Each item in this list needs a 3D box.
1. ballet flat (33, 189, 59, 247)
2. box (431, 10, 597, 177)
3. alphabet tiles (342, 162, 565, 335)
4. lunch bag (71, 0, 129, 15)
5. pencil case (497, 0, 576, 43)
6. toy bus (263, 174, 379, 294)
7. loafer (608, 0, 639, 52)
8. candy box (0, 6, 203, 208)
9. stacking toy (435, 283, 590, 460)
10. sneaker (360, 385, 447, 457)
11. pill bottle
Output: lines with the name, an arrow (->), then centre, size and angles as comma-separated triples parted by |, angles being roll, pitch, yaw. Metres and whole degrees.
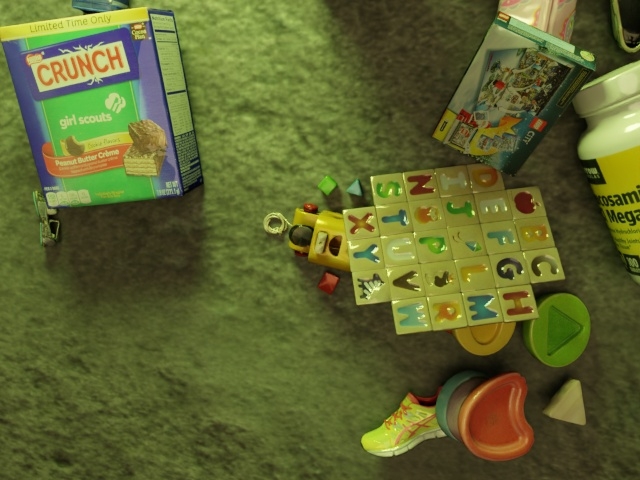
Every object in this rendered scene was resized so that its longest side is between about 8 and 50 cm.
ballet flat -> -0.540, -0.044, 1.153 | 0.041, 0.041, 0.114 | -2, 101, 9
box -> 0.296, -0.222, 0.924 | 0.159, 0.044, 0.233 | 26, 142, 2
alphabet tiles -> 0.217, 0.006, 0.972 | 0.342, 0.011, 0.285 | -7, 68, 0
lunch bag -> -0.395, -0.430, 1.038 | 0.098, 0.067, 0.065 | 8, 102, 6
pencil case -> 0.350, -0.410, 0.910 | 0.124, 0.124, 0.284 | 9, 103, 6
toy bus -> 0.013, -0.002, 1.044 | 0.202, 0.104, 0.191 | -32, 95, 12
loafer -> 0.470, -0.415, 0.865 | 0.096, 0.084, 0.268 | -2, 123, 28
candy box -> -0.375, -0.230, 1.032 | 0.268, 0.122, 0.317 | -5, 106, 9
stacking toy -> 0.331, 0.216, 1.054 | 0.279, 0.130, 0.309 | -3, 95, -19
sneaker -> 0.168, 0.336, 1.104 | 0.208, 0.081, 0.094 | -22, 97, 0
pill bottle -> 0.523, -0.108, 0.909 | 0.188, 0.188, 0.334 | -25, 96, 12
